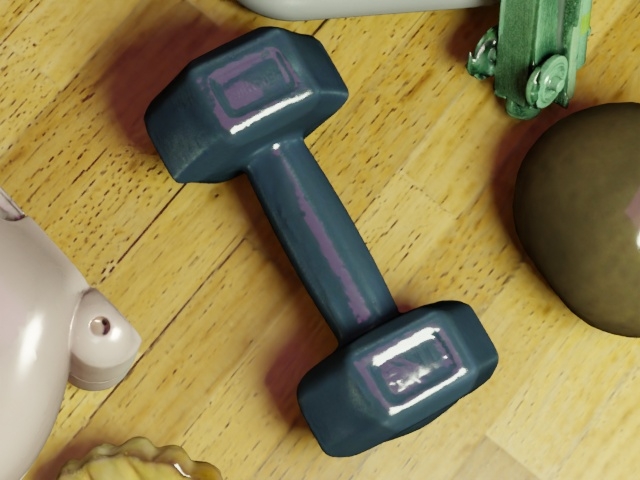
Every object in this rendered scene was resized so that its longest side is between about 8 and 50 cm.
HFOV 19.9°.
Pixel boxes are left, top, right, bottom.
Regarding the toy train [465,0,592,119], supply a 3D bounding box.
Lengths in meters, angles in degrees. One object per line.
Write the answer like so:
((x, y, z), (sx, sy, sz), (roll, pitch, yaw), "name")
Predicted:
((0.185, -0.198, 1.455), (0.083, 0.200, 0.132), (29, 45, 29), "toy train")

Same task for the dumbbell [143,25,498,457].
((0.000, 0.000, 1.397), (0.144, 0.160, 0.325), (-30, 83, 18), "dumbbell")

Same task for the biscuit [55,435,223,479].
((-0.110, 0.209, 1.372), (0.183, 0.061, 0.118), (35, 111, 0), "biscuit")

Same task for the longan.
((0.241, -0.018, 1.434), (0.189, 0.189, 0.189), (2, 77, -8), "longan")

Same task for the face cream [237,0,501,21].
((-0.007, -0.257, 1.484), (0.337, 0.080, 0.163), (-7, 81, -10), "face cream")

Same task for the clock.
((-0.338, 0.085, 1.318), (0.326, 0.184, 0.342), (-42, 82, -10), "clock")
